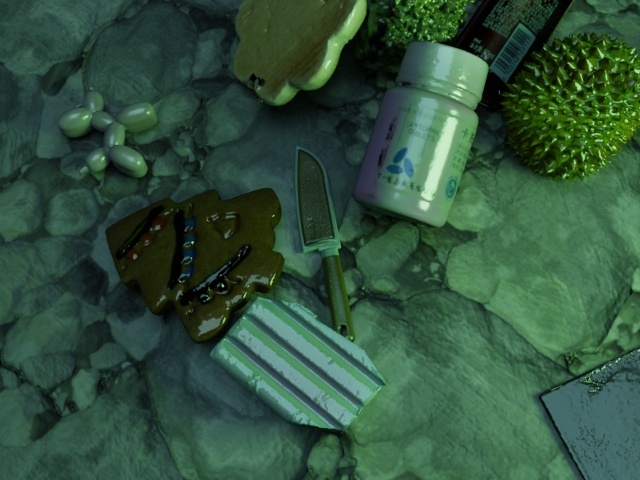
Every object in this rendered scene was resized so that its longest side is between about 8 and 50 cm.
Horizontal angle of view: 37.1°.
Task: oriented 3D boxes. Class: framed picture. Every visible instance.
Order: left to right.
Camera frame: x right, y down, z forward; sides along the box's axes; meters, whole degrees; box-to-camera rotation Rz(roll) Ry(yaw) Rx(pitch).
[{"bbox_3d":[0.485,0.305,1.308,0.244,0.013,0.323,-24,68,-3],"label":"framed picture"}]

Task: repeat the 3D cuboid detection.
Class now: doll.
[{"bbox_3d":[-0.353,-0.181,1.570,0.160,0.059,0.161,3,69,6],"label":"doll"}]

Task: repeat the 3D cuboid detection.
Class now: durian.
[{"bbox_3d":[0.389,-0.211,1.445,0.237,0.176,0.200,-34,49,4],"label":"durian"}]

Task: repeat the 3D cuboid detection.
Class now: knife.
[{"bbox_3d":[-0.001,0.000,1.476,0.061,0.027,0.342,-12,67,6],"label":"knife"}]

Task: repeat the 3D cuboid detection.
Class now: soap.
[{"bbox_3d":[-0.024,0.187,1.371,0.230,0.091,0.145,37,79,18],"label":"soap"}]

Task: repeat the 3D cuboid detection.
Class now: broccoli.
[{"bbox_3d":[0.154,-0.401,1.526,0.180,0.242,0.272,9,75,-13],"label":"broccoli"}]

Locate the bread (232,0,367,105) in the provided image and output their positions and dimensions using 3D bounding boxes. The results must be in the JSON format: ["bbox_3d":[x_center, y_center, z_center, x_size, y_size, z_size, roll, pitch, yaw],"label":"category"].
[{"bbox_3d":[-0.034,-0.360,1.537,0.316,0.054,0.316,-23,57,40],"label":"bread"}]

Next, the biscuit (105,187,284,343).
[{"bbox_3d":[-0.203,0.020,1.459,0.302,0.043,0.278,10,60,17],"label":"biscuit"}]

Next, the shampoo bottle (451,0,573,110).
[{"bbox_3d":[0.325,-0.370,1.554,0.129,0.084,0.323,33,75,1],"label":"shampoo bottle"}]

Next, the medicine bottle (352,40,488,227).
[{"bbox_3d":[0.152,-0.157,1.422,0.152,0.152,0.254,19,90,13],"label":"medicine bottle"}]
